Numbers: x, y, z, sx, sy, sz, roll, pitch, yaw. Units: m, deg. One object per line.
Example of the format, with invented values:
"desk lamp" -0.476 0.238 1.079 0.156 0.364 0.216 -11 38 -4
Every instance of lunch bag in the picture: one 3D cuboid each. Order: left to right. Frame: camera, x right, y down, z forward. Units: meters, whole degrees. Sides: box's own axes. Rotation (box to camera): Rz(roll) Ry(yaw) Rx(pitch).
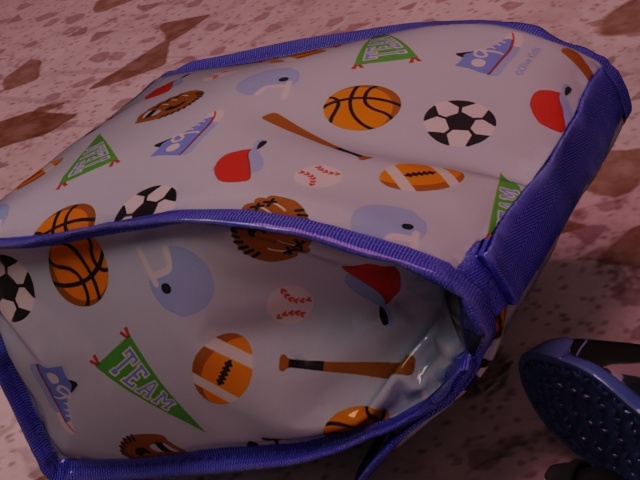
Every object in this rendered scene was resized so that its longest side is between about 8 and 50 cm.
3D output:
"lunch bag" 0.000 0.000 1.116 0.385 0.239 0.328 -11 25 32

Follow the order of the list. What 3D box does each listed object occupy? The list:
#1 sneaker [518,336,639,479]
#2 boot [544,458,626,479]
"sneaker" 0.226 0.101 0.950 0.090 0.081 0.232 -32 36 -30
"boot" 0.216 0.185 0.765 0.207 0.094 0.246 -16 33 15
